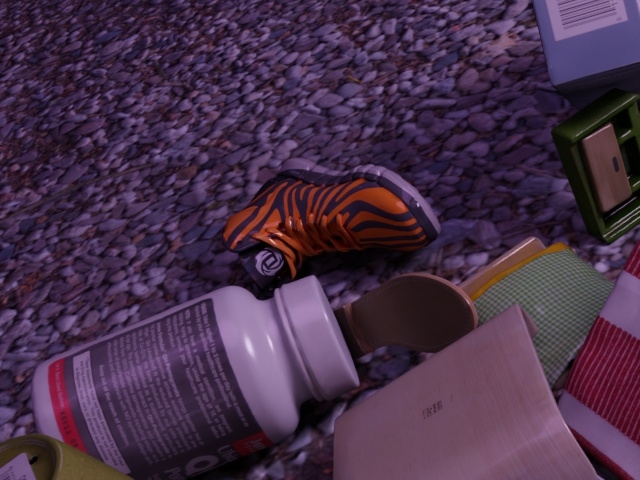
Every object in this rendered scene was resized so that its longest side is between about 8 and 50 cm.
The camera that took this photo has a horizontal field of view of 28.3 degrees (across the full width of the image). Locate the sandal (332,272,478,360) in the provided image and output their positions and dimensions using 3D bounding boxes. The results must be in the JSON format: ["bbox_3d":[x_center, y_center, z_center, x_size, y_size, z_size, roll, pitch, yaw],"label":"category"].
[{"bbox_3d":[0.099,0.076,1.376,0.079,0.088,0.240,-23,2,-42],"label":"sandal"}]

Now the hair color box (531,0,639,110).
[{"bbox_3d":[0.321,-0.261,1.479,0.113,0.185,0.374,-14,-3,17],"label":"hair color box"}]

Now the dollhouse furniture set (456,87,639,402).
[{"bbox_3d":[0.279,-0.001,1.334,0.301,0.151,0.197,-34,34,-14],"label":"dollhouse furniture set"}]

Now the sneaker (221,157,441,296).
[{"bbox_3d":[0.000,0.000,1.562,0.180,0.125,0.321,-44,27,-22],"label":"sneaker"}]

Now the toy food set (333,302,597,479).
[{"bbox_3d":[0.126,0.189,1.160,0.219,0.092,0.306,-33,14,10],"label":"toy food set"}]

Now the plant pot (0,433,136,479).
[{"bbox_3d":[-0.185,0.304,1.031,0.274,0.293,0.275,-24,29,14],"label":"plant pot"}]

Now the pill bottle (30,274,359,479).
[{"bbox_3d":[-0.129,0.154,1.349,0.318,0.176,0.176,-22,33,3],"label":"pill bottle"}]

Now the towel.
[{"bbox_3d":[0.330,0.062,1.118,0.329,0.037,0.237,-65,24,8],"label":"towel"}]

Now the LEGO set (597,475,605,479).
[{"bbox_3d":[0.183,0.310,1.006,0.244,0.060,0.182,-47,20,-6],"label":"LEGO set"}]
